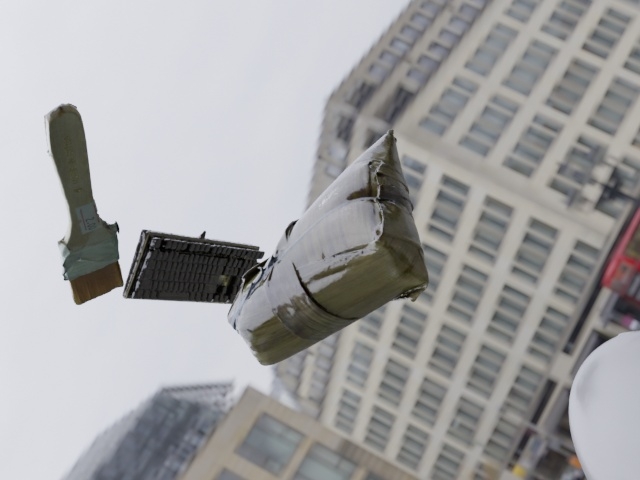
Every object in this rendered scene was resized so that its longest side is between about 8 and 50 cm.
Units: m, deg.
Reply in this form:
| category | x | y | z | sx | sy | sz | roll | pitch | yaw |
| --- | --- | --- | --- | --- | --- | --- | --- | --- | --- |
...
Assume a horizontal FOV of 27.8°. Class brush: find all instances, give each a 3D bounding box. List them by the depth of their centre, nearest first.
| category | x | y | z | sx | sy | sz | roll | pitch | yaw |
| --- | --- | --- | --- | --- | --- | --- | --- | --- | --- |
| brush | -0.290 | -0.038 | 1.570 | 0.085 | 0.020 | 0.336 | -22 | -38 | -16 |

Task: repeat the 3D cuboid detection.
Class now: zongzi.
| category | x | y | z | sx | sy | sz | roll | pitch | yaw |
| --- | --- | --- | --- | --- | --- | --- | --- | --- | --- |
| zongzi | 0.000 | 0.000 | 1.385 | 0.221 | 0.112 | 0.242 | -31 | 35 | 19 |

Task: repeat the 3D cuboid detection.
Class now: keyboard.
| category | x | y | z | sx | sy | sz | roll | pitch | yaw |
| --- | --- | --- | --- | --- | --- | --- | --- | --- | --- |
| keyboard | -0.167 | 0.039 | 1.783 | 0.317 | 0.027 | 0.106 | 8 | -79 | -65 |

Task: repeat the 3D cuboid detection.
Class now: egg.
| category | x | y | z | sx | sy | sz | roll | pitch | yaw |
| --- | --- | --- | --- | --- | --- | --- | --- | --- | --- |
| egg | 0.296 | 0.160 | 1.022 | 0.176 | 0.232 | 0.176 | -16 | -55 | -23 |
